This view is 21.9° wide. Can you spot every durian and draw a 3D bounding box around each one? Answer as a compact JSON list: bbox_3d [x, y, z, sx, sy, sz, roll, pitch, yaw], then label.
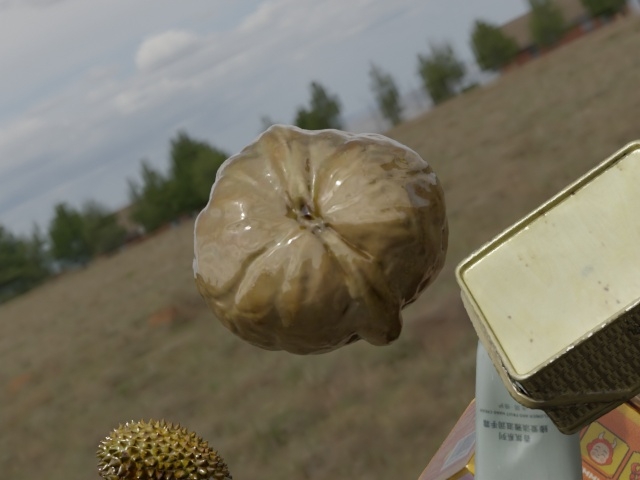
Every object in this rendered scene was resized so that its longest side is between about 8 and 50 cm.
[{"bbox_3d":[-0.175,0.276,1.838,0.158,0.168,0.137,112,176,-54],"label":"durian"}]

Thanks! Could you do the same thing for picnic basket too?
[{"bbox_3d":[0.177,0.030,1.025,0.164,0.079,0.115,-34,45,11],"label":"picnic basket"}]

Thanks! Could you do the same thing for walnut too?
[{"bbox_3d":[0.000,0.000,1.870,0.296,0.285,0.285,-30,4,-1],"label":"walnut"}]

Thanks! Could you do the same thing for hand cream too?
[{"bbox_3d":[0.184,0.211,1.476,0.124,0.341,0.078,0,7,25],"label":"hand cream"}]

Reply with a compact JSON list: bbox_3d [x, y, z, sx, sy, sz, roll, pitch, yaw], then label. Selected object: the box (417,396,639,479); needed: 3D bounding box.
[{"bbox_3d":[0.287,0.307,2.059,0.214,0.259,0.283,-55,1,-24],"label":"box"}]
